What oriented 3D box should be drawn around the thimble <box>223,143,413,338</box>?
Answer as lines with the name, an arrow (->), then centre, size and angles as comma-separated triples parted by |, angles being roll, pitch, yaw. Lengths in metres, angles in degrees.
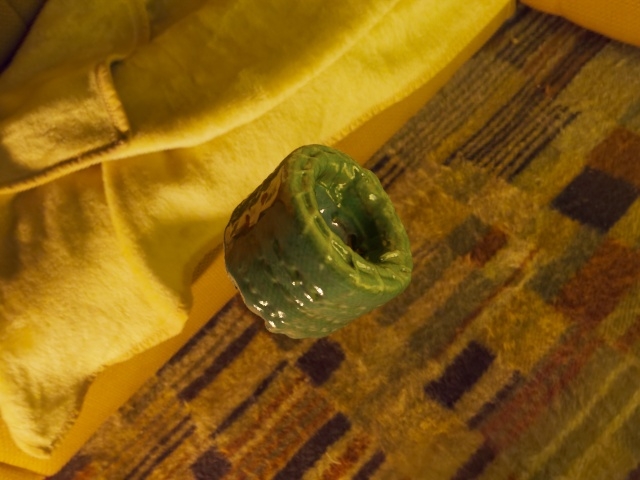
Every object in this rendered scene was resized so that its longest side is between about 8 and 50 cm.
thimble -> 0.000, 0.000, 0.709 | 0.143, 0.198, 0.235 | -38, 15, 32
